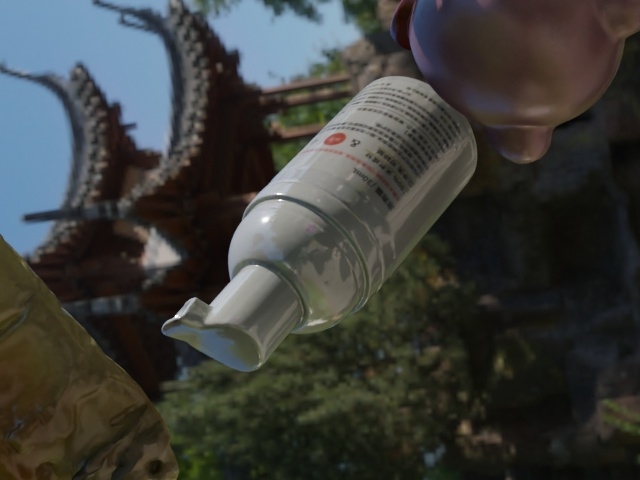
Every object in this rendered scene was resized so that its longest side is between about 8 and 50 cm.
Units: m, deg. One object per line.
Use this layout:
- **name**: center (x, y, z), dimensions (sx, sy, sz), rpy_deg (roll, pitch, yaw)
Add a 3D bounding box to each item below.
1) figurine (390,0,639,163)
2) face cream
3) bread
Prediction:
- **figurine**: center (0.157, -0.168, 1.019), dimensions (0.173, 0.173, 0.173), rpy_deg (-8, -90, -80)
- **face cream**: center (0.000, 0.000, 1.206), dimensions (0.370, 0.145, 0.145), rpy_deg (-48, -44, -37)
- **bread**: center (-0.295, 0.105, 1.044), dimensions (0.389, 0.183, 0.236), rpy_deg (48, 157, -4)
